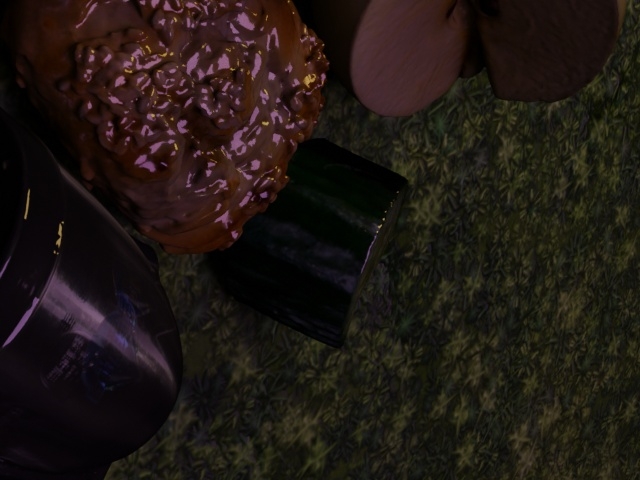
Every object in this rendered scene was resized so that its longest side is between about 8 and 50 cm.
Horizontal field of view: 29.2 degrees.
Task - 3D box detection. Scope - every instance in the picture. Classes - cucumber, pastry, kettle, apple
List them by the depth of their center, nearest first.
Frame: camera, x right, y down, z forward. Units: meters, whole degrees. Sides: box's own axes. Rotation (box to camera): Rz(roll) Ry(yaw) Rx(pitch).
[{"bbox_3d":[-0.235,0.103,0.913,0.324,0.228,0.321,49,52,-54],"label":"kettle"},{"bbox_3d":[-0.108,-0.134,1.016,0.311,0.161,0.255,44,61,-49],"label":"pastry"},{"bbox_3d":[0.136,-0.262,1.186,0.258,0.295,0.234,59,20,-64],"label":"apple"},{"bbox_3d":[0.002,-0.007,1.204,0.191,0.130,0.191,-60,170,-18],"label":"cucumber"}]
